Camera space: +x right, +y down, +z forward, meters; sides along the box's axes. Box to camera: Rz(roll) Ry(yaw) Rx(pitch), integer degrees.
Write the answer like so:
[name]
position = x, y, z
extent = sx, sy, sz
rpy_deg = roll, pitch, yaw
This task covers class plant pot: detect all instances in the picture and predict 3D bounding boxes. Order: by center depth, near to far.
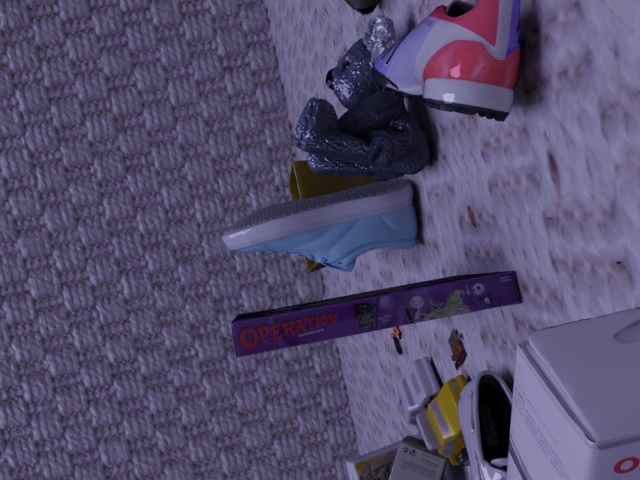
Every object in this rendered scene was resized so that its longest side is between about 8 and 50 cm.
[plant pot]
position = 0.047, -0.062, 1.286
extent = 0.212, 0.187, 0.212
rpy_deg = 125, 132, -80

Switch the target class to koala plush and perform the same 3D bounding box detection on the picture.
[koala plush]
position = 0.081, -0.221, 0.949
extent = 0.196, 0.203, 0.221
rpy_deg = 51, -134, -79

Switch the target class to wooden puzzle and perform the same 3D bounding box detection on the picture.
[wooden puzzle]
position = 0.227, 0.179, 1.000
extent = 0.083, 0.006, 0.049
rpy_deg = 88, 168, -57

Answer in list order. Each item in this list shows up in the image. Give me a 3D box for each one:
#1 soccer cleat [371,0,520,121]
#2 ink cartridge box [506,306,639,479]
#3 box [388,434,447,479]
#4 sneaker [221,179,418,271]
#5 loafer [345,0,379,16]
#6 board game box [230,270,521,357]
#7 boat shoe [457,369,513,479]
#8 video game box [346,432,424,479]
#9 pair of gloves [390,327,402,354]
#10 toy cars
[soccer cleat]
position = 0.141, -0.218, 0.700
extent = 0.318, 0.109, 0.116
rpy_deg = -115, 35, -69
[ink cartridge box]
position = 0.217, 0.155, 0.404
extent = 0.092, 0.159, 0.217
rpy_deg = -111, 11, -59
[box]
position = 0.163, 0.527, 1.155
extent = 0.113, 0.094, 0.275
rpy_deg = 40, -112, -70
[sneaker]
position = 0.000, 0.000, 1.099
extent = 0.135, 0.366, 0.150
rpy_deg = -57, -46, -68
[loafer]
position = 0.076, -0.417, 0.927
extent = 0.087, 0.094, 0.251
rpy_deg = 54, -176, -4
[board game box]
position = 0.059, 0.093, 0.801
extent = 0.208, 0.347, 0.056
rpy_deg = 174, 87, -83
[boat shoe]
position = 0.241, 0.293, 0.755
extent = 0.088, 0.096, 0.267
rpy_deg = 85, 180, -54
[video game box]
position = 0.167, 0.533, 1.281
extent = 0.048, 0.205, 0.187
rpy_deg = -18, 83, 61
[pair of gloves]
position = 0.181, 0.231, 1.450
extent = 0.074, 0.010, 0.083
rpy_deg = -114, 13, -59
[toy cars]
position = 0.201, 0.319, 1.121
extent = 0.394, 0.087, 0.176
rpy_deg = 155, 103, -83
